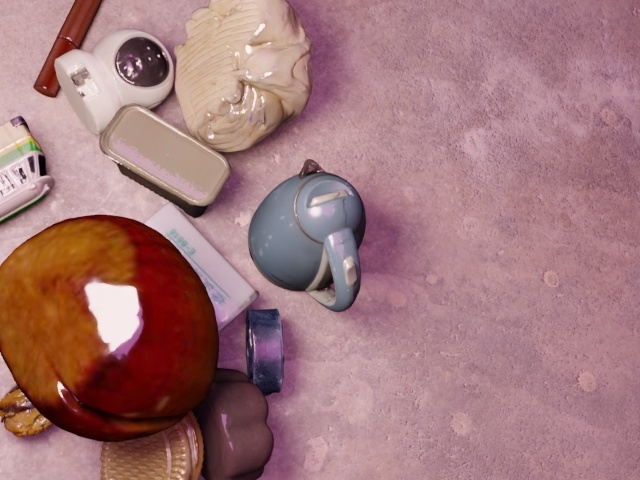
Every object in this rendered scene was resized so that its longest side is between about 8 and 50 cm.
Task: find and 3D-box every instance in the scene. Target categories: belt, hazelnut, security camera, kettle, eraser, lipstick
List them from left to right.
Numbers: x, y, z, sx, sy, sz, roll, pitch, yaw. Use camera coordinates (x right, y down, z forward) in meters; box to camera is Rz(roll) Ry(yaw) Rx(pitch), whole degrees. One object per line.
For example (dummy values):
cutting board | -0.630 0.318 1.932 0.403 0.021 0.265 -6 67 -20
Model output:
lipstick | -0.566 -0.496 1.692 0.057 0.057 0.356 21 74 -8
hazelnut | -0.381 0.144 1.354 0.402 0.402 0.429 -41 62 -18
security camera | -0.444 -0.364 1.630 0.236 0.194 0.194 -31 87 -22
eraser | -0.300 0.081 1.611 0.189 0.104 0.290 -44 90 -9
belt | -0.120 0.245 1.597 0.082 0.141 0.190 -1 80 -12
kettle | 0.000 0.000 1.573 0.247 0.342 0.319 -18 84 -17

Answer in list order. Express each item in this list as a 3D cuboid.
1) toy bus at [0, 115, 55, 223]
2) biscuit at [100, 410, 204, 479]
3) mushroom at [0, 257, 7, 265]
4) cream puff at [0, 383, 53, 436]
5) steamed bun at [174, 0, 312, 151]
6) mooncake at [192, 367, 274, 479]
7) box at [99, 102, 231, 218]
toy bus | -0.716 -0.114 1.532 0.305 0.143 0.179 -35 90 -18
biscuit | -0.342 0.436 1.470 0.259 0.079 0.259 -6 78 30
mushroom | -0.564 0.185 1.533 0.109 0.097 0.351 -31 83 -31
cream puff | -0.582 0.340 1.484 0.133 0.119 0.104 -14 104 -3
steamed bun | -0.151 -0.388 1.652 0.247 0.339 0.352 10 61 -48
mooncake | -0.196 0.385 1.506 0.134 0.245 0.244 -4 79 -31
box | -0.344 -0.162 1.610 0.274 0.178 0.138 32 72 -5
